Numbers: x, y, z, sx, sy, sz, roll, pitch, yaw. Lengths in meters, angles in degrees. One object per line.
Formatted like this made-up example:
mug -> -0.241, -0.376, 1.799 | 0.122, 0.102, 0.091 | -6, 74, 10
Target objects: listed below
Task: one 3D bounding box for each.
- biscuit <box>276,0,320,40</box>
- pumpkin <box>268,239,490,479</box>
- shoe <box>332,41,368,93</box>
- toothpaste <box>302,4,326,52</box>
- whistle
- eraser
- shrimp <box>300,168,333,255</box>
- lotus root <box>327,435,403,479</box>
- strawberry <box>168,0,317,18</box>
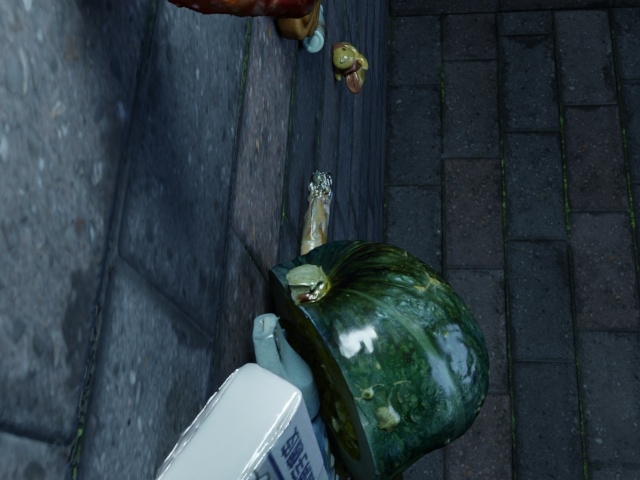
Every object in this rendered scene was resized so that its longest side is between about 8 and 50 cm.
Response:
biscuit -> -0.036, -0.371, 0.972 | 0.334, 0.047, 0.202 | 45, 45, -79
pumpkin -> 0.075, 0.116, 0.872 | 0.293, 0.197, 0.263 | 45, -24, 55
shoe -> 0.063, -0.357, 1.551 | 0.109, 0.072, 0.069 | 80, 8, -51
toothpaste -> -0.005, -0.344, 1.233 | 0.205, 0.036, 0.056 | -81, 167, -65
whistle -> -0.041, 0.201, 0.844 | 0.180, 0.093, 0.269 | -83, 164, -62
eraser -> -0.056, 0.207, 0.645 | 0.124, 0.068, 0.210 | -54, 154, -27
shrimp -> 0.000, 0.000, 1.210 | 0.152, 0.046, 0.219 | 41, 53, -78
lotus root -> 0.022, 0.381, 0.975 | 0.196, 0.179, 0.397 | 51, 32, -50
strawberry -> -0.066, -0.188, 0.419 | 0.131, 0.148, 0.131 | -59, 174, -10
